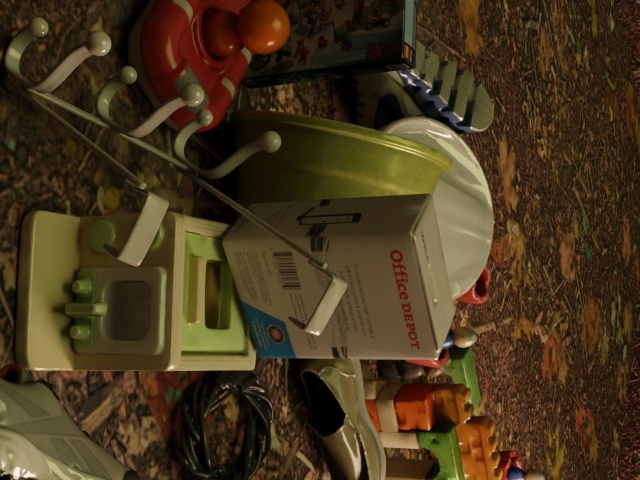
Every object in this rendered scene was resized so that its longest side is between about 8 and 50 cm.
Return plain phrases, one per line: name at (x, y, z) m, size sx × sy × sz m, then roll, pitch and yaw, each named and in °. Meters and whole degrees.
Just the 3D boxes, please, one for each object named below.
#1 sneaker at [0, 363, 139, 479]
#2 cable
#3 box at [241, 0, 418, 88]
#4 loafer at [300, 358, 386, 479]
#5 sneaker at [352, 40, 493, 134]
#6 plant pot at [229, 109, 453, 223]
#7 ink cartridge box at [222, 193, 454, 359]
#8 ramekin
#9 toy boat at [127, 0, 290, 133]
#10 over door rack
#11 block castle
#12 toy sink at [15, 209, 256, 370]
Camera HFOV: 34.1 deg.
sneaker at (-0.244, 0.174, 0.916) m, size 0.271 × 0.100 × 0.108 m, roll 45°, pitch 43°, yaw -52°
cable at (-0.113, 0.229, 1.228) m, size 0.184 × 0.047 × 0.151 m, roll -43°, pitch 130°, yaw -59°
box at (0.006, -0.280, 1.286) m, size 0.044 × 0.233 × 0.159 m, roll 19°, pitch 71°, yaw -61°
loafer at (0.019, 0.258, 1.439) m, size 0.087 × 0.094 × 0.251 m, roll -29°, pitch 109°, yaw -47°
sneaker at (0.088, -0.234, 1.568) m, size 0.315 × 0.182 × 0.127 m, roll 40°, pitch 45°, yaw -17°
plant pot at (0.000, 0.000, 1.264) m, size 0.276 × 0.276 × 0.254 m, roll 15°, pitch 86°, yaw -61°
ink cartridge box at (0.022, 0.039, 1.058) m, size 0.086 × 0.203 × 0.148 m, roll -58°, pitch 140°, yaw -54°
ramekin at (0.118, -0.037, 1.519) m, size 0.272 × 0.127 × 0.273 m, roll 7°, pitch 79°, yaw -38°
toy boat at (-0.102, -0.233, 1.163) m, size 0.151 × 0.151 × 0.231 m, roll 61°, pitch 38°, yaw -41°
over door rack at (-0.121, -0.074, 0.928) m, size 0.239 × 0.324 × 0.108 m, roll 26°, pitch 107°, yaw -45°
block castle at (0.208, 0.272, 1.653) m, size 0.303 × 0.212 × 0.453 m, roll -41°, pitch 124°, yaw -56°
toy sink at (-0.168, 0.054, 1.032) m, size 0.234 × 0.131 × 0.153 m, roll 15°, pitch 74°, yaw -62°
